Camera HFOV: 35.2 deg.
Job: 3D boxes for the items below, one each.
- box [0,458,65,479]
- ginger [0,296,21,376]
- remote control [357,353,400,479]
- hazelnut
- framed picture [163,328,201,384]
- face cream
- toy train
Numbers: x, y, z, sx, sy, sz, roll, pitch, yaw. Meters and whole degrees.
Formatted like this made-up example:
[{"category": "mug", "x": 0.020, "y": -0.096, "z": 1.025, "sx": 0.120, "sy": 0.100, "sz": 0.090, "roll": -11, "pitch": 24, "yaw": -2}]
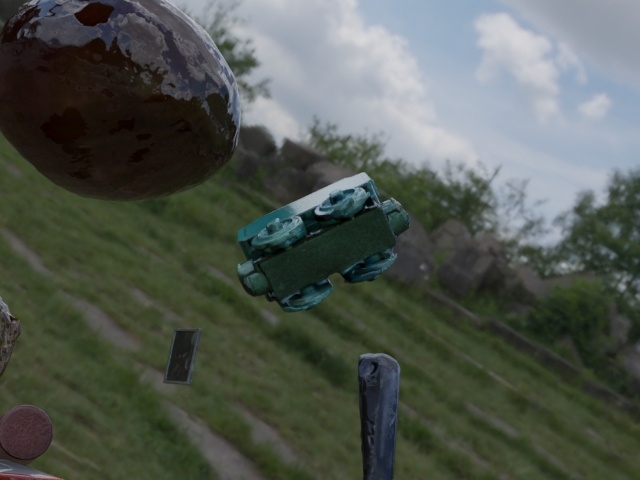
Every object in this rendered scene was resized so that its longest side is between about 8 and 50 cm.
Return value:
[{"category": "box", "x": -0.498, "y": 0.393, "z": 1.547, "sx": 0.182, "sy": 0.099, "sz": 0.133, "roll": 1, "pitch": -15, "yaw": 45}, {"category": "ginger", "x": -0.543, "y": 0.113, "z": 1.335, "sx": 0.274, "sy": 0.153, "sz": 0.357, "roll": 19, "pitch": -4, "yaw": -16}, {"category": "remote control", "x": 0.093, "y": 0.302, "z": 1.517, "sx": 0.066, "sy": 0.266, "sz": 0.090, "roll": -6, "pitch": -14, "yaw": 19}, {"category": "hazelnut", "x": -0.326, "y": -0.241, "z": 1.662, "sx": 0.420, "sy": 0.353, "sz": 0.421, "roll": 7, "pitch": -41, "yaw": 6}, {"category": "framed picture", "x": -0.216, "y": 0.181, "z": 1.578, "sx": 0.066, "sy": 0.089, "sz": 0.006, "roll": -4, "pitch": -20, "yaw": 44}, {"category": "face cream", "x": -0.539, "y": 0.354, "z": 1.765, "sx": 0.095, "sy": 0.096, "sz": 0.214, "roll": 34, "pitch": -32, "yaw": -13}, {"category": "toy train", "x": 0.000, "y": 0.000, "z": 1.135, "sx": 0.154, "sy": 0.197, "sz": 0.107, "roll": -114, "pitch": 179, "yaw": -75}]
